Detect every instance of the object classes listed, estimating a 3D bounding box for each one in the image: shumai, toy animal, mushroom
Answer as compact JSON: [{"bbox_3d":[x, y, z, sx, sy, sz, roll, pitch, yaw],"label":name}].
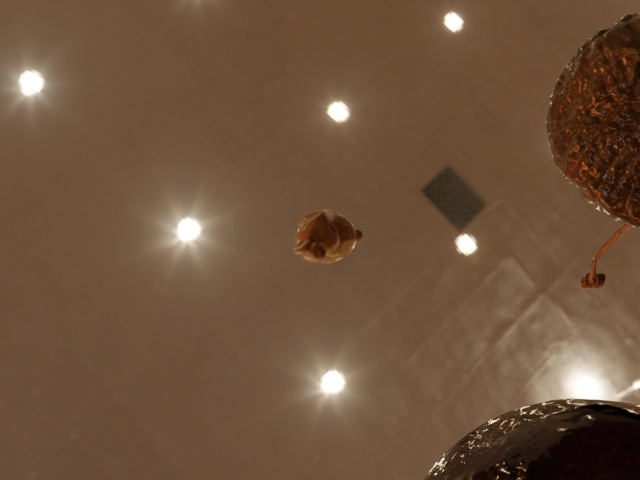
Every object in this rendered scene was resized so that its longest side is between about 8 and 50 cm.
[{"bbox_3d":[0.372,-0.121,1.242,0.272,0.222,0.204,19,-167,10],"label":"shumai"},{"bbox_3d":[0.003,-0.002,1.541,0.083,0.159,0.070,1,-87,9],"label":"toy animal"},{"bbox_3d":[0.390,-0.046,1.383,0.028,0.286,0.026,30,-153,-14],"label":"mushroom"}]

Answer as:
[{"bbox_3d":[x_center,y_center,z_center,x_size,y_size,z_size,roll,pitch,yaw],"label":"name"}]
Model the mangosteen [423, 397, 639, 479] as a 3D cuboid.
[{"bbox_3d":[0.180,0.263,0.787,0.330,0.330,0.330,15,-124,-23],"label":"mangosteen"}]
